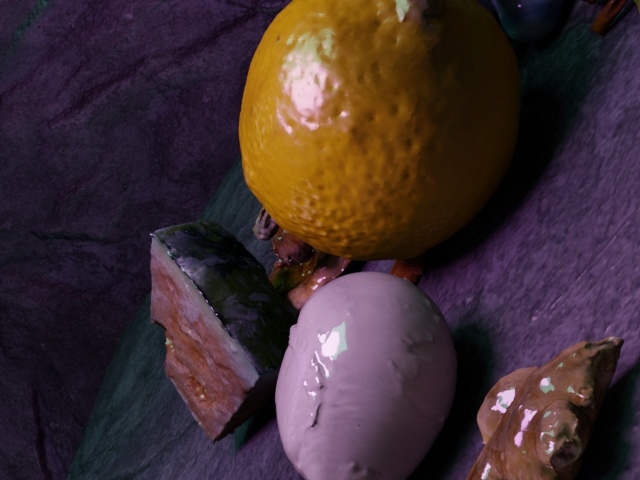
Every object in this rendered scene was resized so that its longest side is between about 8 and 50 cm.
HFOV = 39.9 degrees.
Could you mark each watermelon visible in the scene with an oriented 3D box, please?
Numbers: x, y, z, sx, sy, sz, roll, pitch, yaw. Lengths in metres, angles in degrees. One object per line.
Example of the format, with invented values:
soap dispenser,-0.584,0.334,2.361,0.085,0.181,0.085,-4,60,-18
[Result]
watermelon,-0.138,0.114,1.274,0.151,0.264,0.302,-28,-21,-31

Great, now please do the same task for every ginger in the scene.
ginger,0.139,0.166,0.621,0.214,0.059,0.133,-64,10,-20

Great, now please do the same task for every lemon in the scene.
lemon,0.062,-0.133,0.978,0.336,0.336,0.336,-54,16,23

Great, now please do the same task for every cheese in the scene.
cheese,0.044,0.126,0.823,0.198,0.154,0.189,-117,38,-69

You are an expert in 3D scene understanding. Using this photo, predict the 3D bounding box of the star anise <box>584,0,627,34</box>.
star anise,0.298,-0.301,0.873,0.196,0.111,0.212,-39,-12,10

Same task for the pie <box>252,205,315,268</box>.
pie,0.010,-0.095,1.272,0.274,0.105,0.257,-47,16,9

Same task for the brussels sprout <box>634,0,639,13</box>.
brussels sprout,0.297,-0.202,0.642,0.145,0.131,0.183,-55,19,2

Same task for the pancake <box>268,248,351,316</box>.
pancake,0.002,0.001,1.385,0.356,0.065,0.356,-50,17,22

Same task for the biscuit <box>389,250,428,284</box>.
biscuit,0.108,0.034,1.064,0.091,0.015,0.078,-64,16,-10

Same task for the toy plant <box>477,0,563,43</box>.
toy plant,0.214,-0.361,1.076,0.332,0.247,0.247,-62,14,12
